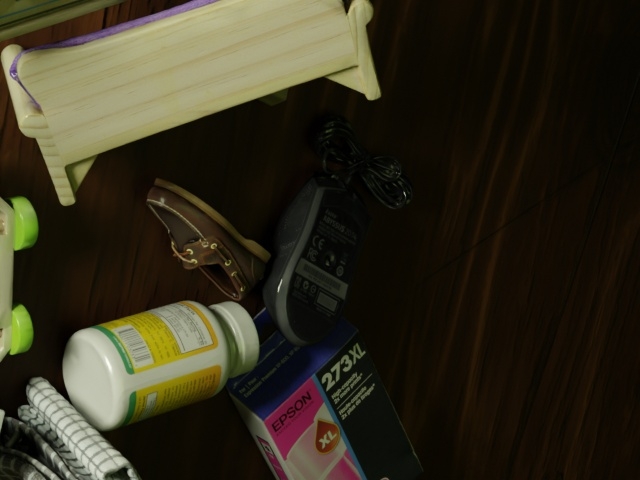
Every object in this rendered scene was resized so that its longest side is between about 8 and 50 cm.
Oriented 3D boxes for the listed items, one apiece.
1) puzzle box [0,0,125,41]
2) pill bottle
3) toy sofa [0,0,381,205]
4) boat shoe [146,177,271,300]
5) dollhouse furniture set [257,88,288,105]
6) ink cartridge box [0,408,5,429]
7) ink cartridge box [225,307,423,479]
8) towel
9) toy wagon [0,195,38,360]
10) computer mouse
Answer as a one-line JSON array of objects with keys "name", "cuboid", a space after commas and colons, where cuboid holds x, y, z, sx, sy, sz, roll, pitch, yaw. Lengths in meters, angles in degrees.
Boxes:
[{"name": "puzzle box", "cuboid": [-0.241, -0.324, 1.510, 0.409, 0.052, 0.272, -32, 139, -53]}, {"name": "pill bottle", "cuboid": [-0.176, 0.134, 1.914, 0.208, 0.117, 0.118, -16, 118, -37]}, {"name": "toy sofa", "cuboid": [-0.133, -0.193, 1.692, 0.362, 0.150, 0.177, -20, 128, -4]}, {"name": "boat shoe", "cuboid": [-0.132, 0.003, 1.929, 0.207, 0.073, 0.073, 40, 77, -44]}, {"name": "dollhouse furniture set", "cuboid": [-0.095, -0.195, 1.925, 0.114, 0.091, 0.081, 19, 52, -67]}, {"name": "ink cartridge box", "cuboid": [-0.466, 0.217, 1.611, 0.332, 0.065, 0.165, 16, 87, -46]}, {"name": "ink cartridge box", "cuboid": [0.003, 0.228, 2.163, 0.176, 0.069, 0.371, -43, 129, -21]}, {"name": "towel", "cuboid": [-0.242, 0.314, 1.852, 0.121, 0.235, 0.284, -40, 131, -15]}, {"name": "toy wagon", "cuboid": [-0.419, 0.091, 1.709, 0.267, 0.068, 0.344, -11, 116, -39]}, {"name": "computer mouse", "cuboid": [0.000, 0.000, 2.060, 0.188, 0.072, 0.272, 38, 69, -43]}]
